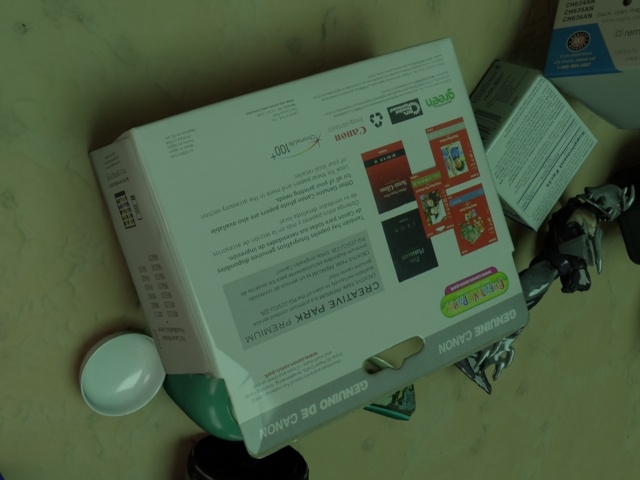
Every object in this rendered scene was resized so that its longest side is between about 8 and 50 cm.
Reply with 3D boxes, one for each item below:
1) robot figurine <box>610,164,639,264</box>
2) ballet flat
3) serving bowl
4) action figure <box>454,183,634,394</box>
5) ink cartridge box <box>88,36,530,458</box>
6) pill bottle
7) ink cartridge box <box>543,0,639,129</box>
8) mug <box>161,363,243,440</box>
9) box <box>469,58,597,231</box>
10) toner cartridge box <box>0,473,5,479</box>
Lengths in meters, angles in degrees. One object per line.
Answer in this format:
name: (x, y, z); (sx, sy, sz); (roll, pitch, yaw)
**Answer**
robot figurine: (0.498, -0.055, 1.190); (0.173, 0.278, 0.209); (20, 57, -68)
ballet flat: (0.030, 0.148, 1.067); (0.188, 0.070, 0.070); (20, 97, -42)
serving bowl: (-0.184, 0.117, 0.910); (0.083, 0.027, 0.083); (-15, 118, -30)
action figure: (0.253, 0.040, 1.129); (0.285, 0.099, 0.185); (-46, 164, 3)
ink cartridge box: (0.000, 0.000, 0.863); (0.309, 0.130, 0.272); (-20, 95, -27)
pill bottle: (-0.089, 0.314, 1.005); (0.123, 0.123, 0.219); (-1, 111, -36)
ink cartridge box: (0.361, -0.250, 1.012); (0.168, 0.171, 0.232); (22, 78, -42)
mug: (-0.076, 0.111, 0.940); (0.129, 0.097, 0.157); (-19, 120, -29)
box: (0.211, -0.101, 1.071); (0.137, 0.072, 0.126); (38, 85, -40)
toner cartridge box: (-0.248, 0.386, 0.894); (0.075, 0.165, 0.348); (-25, 122, -24)
